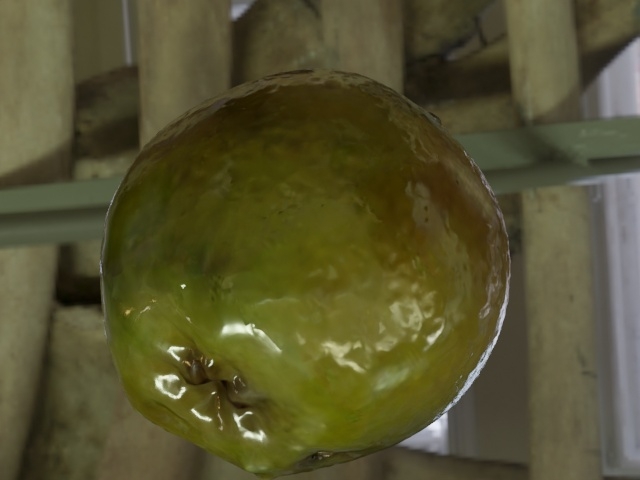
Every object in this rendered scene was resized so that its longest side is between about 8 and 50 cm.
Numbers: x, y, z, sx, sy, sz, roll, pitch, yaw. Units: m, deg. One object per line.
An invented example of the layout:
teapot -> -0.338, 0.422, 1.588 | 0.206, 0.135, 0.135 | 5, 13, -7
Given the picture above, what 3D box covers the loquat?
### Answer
loquat -> 0.000, 0.000, 0.620 | 0.213, 0.213, 0.246 | -3, -143, 37
